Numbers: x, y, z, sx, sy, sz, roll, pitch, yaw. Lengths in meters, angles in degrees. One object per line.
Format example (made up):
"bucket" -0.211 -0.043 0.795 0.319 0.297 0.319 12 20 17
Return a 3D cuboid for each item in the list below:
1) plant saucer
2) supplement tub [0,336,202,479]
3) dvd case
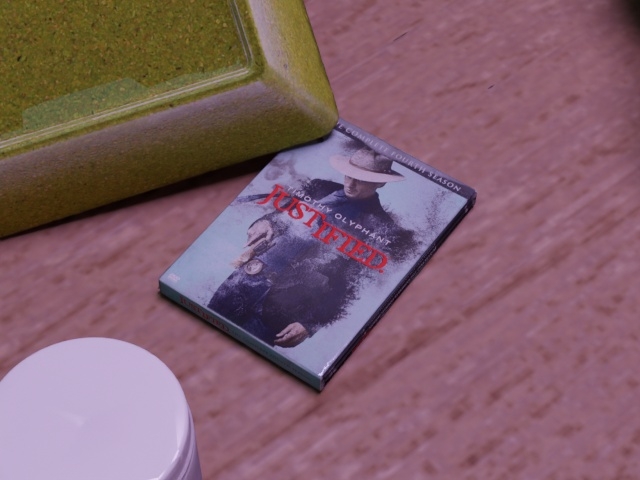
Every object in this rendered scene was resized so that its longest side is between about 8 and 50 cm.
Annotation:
"plant saucer" -0.105 -0.111 0.618 0.188 0.045 0.188 -18 91 -5
"supplement tub" -0.075 0.090 0.501 0.071 0.107 0.071 0 54 1
"dvd case" 0.000 0.000 0.626 0.087 0.013 0.119 30 58 21
